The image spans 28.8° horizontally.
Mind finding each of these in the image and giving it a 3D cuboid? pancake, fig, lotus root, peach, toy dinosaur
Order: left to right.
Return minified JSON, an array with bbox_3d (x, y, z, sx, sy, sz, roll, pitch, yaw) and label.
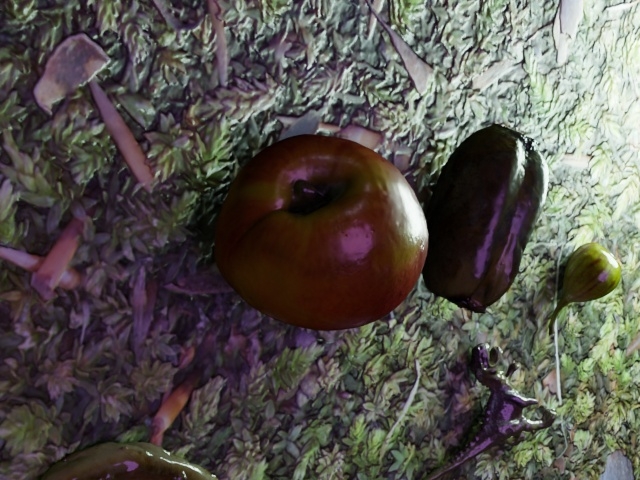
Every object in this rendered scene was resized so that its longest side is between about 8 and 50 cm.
[{"bbox_3d":[-0.244,0.419,1.570,0.356,0.065,0.356,-13,109,-42],"label":"pancake"},{"bbox_3d":[0.000,0.000,1.564,0.281,0.281,0.238,7,53,-42],"label":"peach"},{"bbox_3d":[0.230,-0.038,1.803,0.152,0.160,0.275,23,84,-18],"label":"lotus root"},{"bbox_3d":[0.265,0.296,1.991,0.200,0.072,0.251,21,99,-32],"label":"toy dinosaur"},{"bbox_3d":[0.432,0.084,2.051,0.093,0.093,0.166,40,75,-39],"label":"fig"}]
